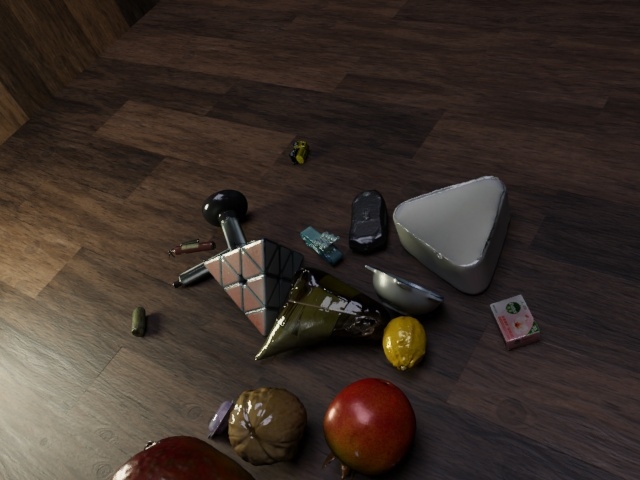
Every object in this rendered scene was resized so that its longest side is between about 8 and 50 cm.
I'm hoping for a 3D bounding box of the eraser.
[{"bbox_3d":[0.414,-0.042,1.878,0.331,0.150,0.331,-13,47,15],"label":"eraser"}]

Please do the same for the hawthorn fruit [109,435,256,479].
[{"bbox_3d":[-0.286,0.634,1.427,0.402,0.403,0.403,-12,47,13],"label":"hawthorn fruit"}]

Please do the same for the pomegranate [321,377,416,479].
[{"bbox_3d":[0.105,0.446,1.534,0.221,0.221,0.257,41,99,42],"label":"pomegranate"}]

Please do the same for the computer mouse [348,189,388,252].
[{"bbox_3d":[0.148,-0.056,2.048,0.122,0.073,0.217,-7,54,20],"label":"computer mouse"}]

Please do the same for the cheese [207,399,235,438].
[{"bbox_3d":[-0.256,0.460,1.695,0.042,0.191,0.105,32,63,0],"label":"cheese"}]

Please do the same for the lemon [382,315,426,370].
[{"bbox_3d":[0.218,0.265,1.706,0.114,0.114,0.155,-10,52,14],"label":"lemon"}]

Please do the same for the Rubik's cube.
[{"bbox_3d":[-0.183,0.097,1.954,0.228,0.233,0.229,-45,26,7],"label":"Rubik's cube"}]

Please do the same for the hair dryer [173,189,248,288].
[{"bbox_3d":[-0.360,0.012,2.149,0.284,0.156,0.320,-12,54,-2],"label":"hair dryer"}]

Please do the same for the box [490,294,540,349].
[{"bbox_3d":[0.497,0.209,1.689,0.089,0.043,0.125,-20,46,4],"label":"box"}]

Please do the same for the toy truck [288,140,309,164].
[{"bbox_3d":[-0.075,-0.320,2.392,0.054,0.049,0.083,2,52,23],"label":"toy truck"}]

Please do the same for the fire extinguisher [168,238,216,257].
[{"bbox_3d":[-0.417,0.019,2.121,0.173,0.035,0.049,-8,74,18],"label":"fire extinguisher"}]

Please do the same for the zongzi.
[{"bbox_3d":[0.004,0.261,1.802,0.289,0.154,0.318,29,85,34],"label":"zongzi"}]

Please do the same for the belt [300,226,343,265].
[{"bbox_3d":[-0.004,0.003,2.043,0.065,0.100,0.179,-37,44,-17],"label":"belt"}]

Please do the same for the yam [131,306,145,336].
[{"bbox_3d":[-0.574,0.257,2.087,0.043,0.043,0.094,-19,44,5],"label":"yam"}]

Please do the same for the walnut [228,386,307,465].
[{"bbox_3d":[-0.127,0.453,1.622,0.213,0.213,0.213,-12,47,13],"label":"walnut"}]

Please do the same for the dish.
[{"bbox_3d":[0.211,0.147,1.773,0.086,0.227,0.236,-67,15,2],"label":"dish"}]
